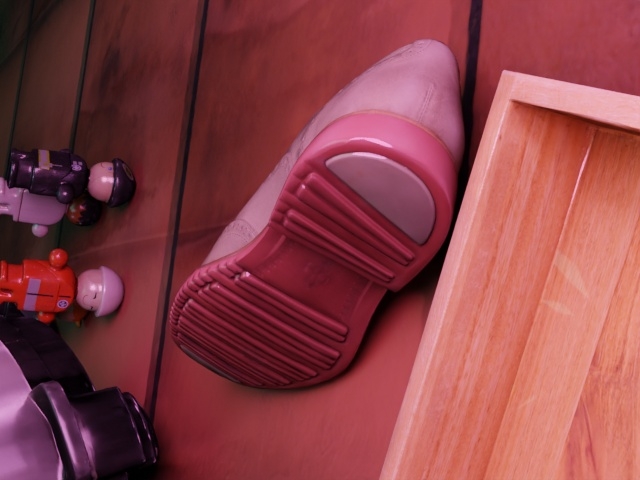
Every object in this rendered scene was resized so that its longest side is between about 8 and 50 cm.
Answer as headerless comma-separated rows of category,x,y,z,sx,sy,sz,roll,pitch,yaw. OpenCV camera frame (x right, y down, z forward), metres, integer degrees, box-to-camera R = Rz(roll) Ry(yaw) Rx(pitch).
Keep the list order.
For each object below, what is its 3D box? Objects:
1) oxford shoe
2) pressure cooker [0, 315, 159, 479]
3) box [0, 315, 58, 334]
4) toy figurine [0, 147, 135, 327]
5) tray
oxford shoe,0.000,0.000,0.696,0.348,0.123,0.130,-43,18,50
pressure cooker,-0.359,0.263,0.928,0.370,0.420,0.375,23,117,48
box,-0.459,0.184,1.400,0.093,0.158,0.156,46,121,58
toy figurine,-0.319,0.002,1.234,0.209,0.148,0.213,151,122,-63
tray,0.106,0.143,0.453,0.203,0.076,0.410,32,108,61
